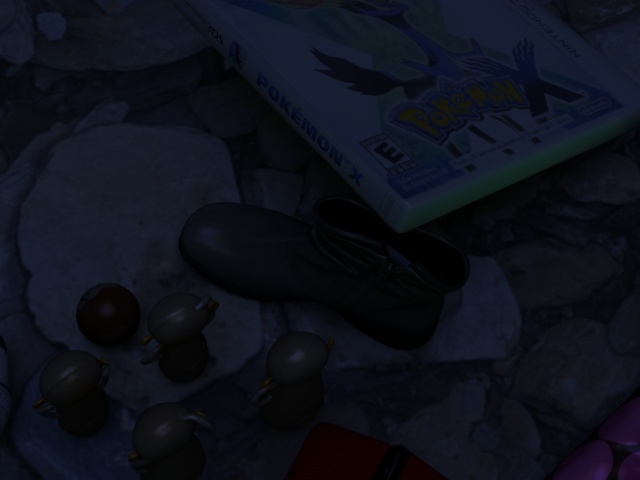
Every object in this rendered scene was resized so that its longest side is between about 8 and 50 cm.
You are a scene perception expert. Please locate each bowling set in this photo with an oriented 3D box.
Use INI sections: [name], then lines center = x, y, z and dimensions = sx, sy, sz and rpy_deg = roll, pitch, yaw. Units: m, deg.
[bowling set]
center = -0.151, 0.109, 0.970
dimensions = 0.287, 0.154, 0.200
rpy_deg = -33, 72, -16

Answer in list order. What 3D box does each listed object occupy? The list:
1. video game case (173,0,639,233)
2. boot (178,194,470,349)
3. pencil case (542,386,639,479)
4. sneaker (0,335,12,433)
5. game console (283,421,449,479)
[video game case]
center = 0.088, -0.163, 1.083
dimensions = 0.329, 0.036, 0.300
rpy_deg = -24, 59, -37
[boot]
center = 0.000, 0.000, 1.022
dimensions = 0.246, 0.161, 0.083
rpy_deg = 20, 66, 6
[pencil case]
center = 0.253, 0.188, 0.992
dimensions = 0.209, 0.095, 0.098
rpy_deg = -38, 88, -15
[sneaker]
center = -0.377, 0.119, 1.002
dimensions = 0.258, 0.094, 0.091
rpy_deg = 0, 48, -7
[game console]
center = 0.029, 0.237, 0.999
dimensions = 0.124, 0.085, 0.144
rpy_deg = 38, 67, -20
